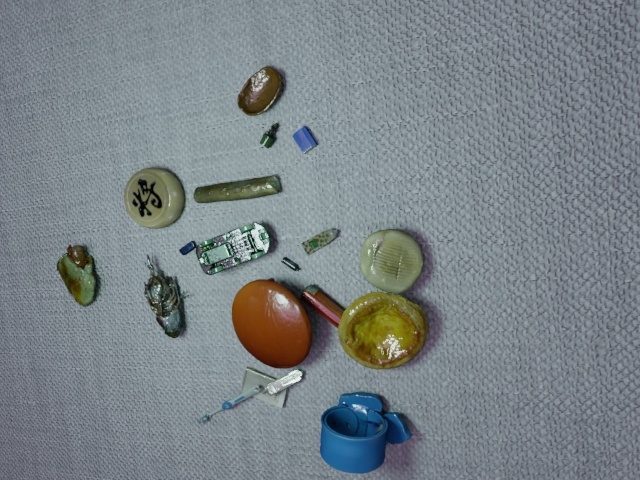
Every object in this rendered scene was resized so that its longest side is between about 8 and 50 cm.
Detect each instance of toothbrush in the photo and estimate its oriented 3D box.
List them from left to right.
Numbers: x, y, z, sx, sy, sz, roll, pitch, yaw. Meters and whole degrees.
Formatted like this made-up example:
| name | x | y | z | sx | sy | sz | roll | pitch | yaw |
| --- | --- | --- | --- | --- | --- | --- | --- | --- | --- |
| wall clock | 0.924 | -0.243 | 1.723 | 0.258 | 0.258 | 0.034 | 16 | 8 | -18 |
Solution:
| name | x | y | z | sx | sy | sz | roll | pitch | yaw |
| --- | --- | --- | --- | --- | --- | --- | --- | --- | --- |
| toothbrush | -0.384 | 0.691 | 1.904 | 0.386 | 0.040 | 0.040 | -35 | 84 | 24 |

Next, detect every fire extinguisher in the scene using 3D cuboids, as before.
| name | x | y | z | sx | sy | sz | roll | pitch | yaw |
| --- | --- | --- | --- | --- | --- | --- | --- | --- | --- |
| fire extinguisher | -0.114 | 0.098 | 1.758 | 0.083 | 0.025 | 0.038 | 31 | 143 | 14 |

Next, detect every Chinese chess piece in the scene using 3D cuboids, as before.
| name | x | y | z | sx | sy | sz | roll | pitch | yaw |
| --- | --- | --- | --- | --- | --- | --- | --- | --- | --- |
| Chinese chess piece | -0.697 | -0.177 | 1.890 | 0.257 | 0.104 | 0.258 | 2 | 98 | 18 |

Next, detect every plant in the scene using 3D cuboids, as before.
| name | x | y | z | sx | sy | sz | roll | pitch | yaw |
| --- | --- | --- | --- | --- | --- | --- | --- | --- | --- |
| plant | -0.190 | -0.404 | 1.713 | 0.051 | 0.051 | 0.102 | 34 | 101 | 13 |

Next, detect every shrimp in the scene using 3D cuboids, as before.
| name | x | y | z | sx | sy | sz | roll | pitch | yaw |
| --- | --- | --- | --- | --- | --- | --- | --- | --- | --- |
| shrimp | -0.652 | 0.232 | 1.919 | 0.171 | 0.137 | 0.373 | -16 | 100 | -16 |

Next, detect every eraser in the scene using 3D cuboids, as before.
| name | x | y | z | sx | sy | sz | roll | pitch | yaw |
| --- | --- | --- | --- | --- | --- | --- | --- | --- | --- |
| eraser | -0.059 | -0.375 | 1.681 | 0.063 | 0.027 | 0.085 | -34 | 85 | 21 |

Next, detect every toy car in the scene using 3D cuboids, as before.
| name | x | y | z | sx | sy | sz | roll | pitch | yaw |
| --- | --- | --- | --- | --- | --- | --- | --- | --- | --- |
| toy car | -0.335 | 0.029 | 1.776 | 0.305 | 0.125 | 0.136 | -21 | 91 | 9 |

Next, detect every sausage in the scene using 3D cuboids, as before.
| name | x | y | z | sx | sy | sz | roll | pitch | yaw |
| --- | --- | --- | --- | --- | --- | --- | --- | --- | --- |
| sausage | 0.043 | 0.271 | 1.694 | 0.264 | 0.083 | 0.083 | 38 | 107 | 11 |

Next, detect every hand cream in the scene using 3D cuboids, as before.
| name | x | y | z | sx | sy | sz | roll | pitch | yaw |
| --- | --- | --- | --- | --- | --- | --- | --- | --- | --- |
| hand cream | 0.000 | 0.000 | 1.706 | 0.165 | 0.037 | 0.057 | -30 | 86 | 26 |

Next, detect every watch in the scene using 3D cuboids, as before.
| name | x | y | z | sx | sy | sz | roll | pitch | yaw |
| --- | --- | --- | --- | --- | --- | --- | --- | --- | --- |
| watch | 0.155 | 0.704 | 1.600 | 0.305 | 0.274 | 0.242 | 4 | 97 | 24 |

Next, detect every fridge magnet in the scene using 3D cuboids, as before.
| name | x | y | z | sx | sy | sz | roll | pitch | yaw |
| --- | --- | --- | --- | --- | --- | --- | --- | --- | --- |
| fridge magnet | -0.182 | 0.317 | 1.716 | 0.363 | 0.155 | 0.364 | 10 | 110 | 29 |

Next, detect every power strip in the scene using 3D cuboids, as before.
| name | x | y | z | sx | sy | sz | roll | pitch | yaw |
| --- | --- | --- | --- | --- | --- | --- | --- | --- | --- |
| power strip | -0.149 | 0.569 | 1.796 | 0.191 | 0.030 | 0.048 | -29 | 75 | 5 |

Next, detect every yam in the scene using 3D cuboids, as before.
| name | x | y | z | sx | sy | sz | roll | pitch | yaw |
| --- | --- | --- | --- | --- | --- | --- | --- | --- | --- |
| yam | -0.336 | -0.195 | 1.776 | 0.371 | 0.083 | 0.083 | -6 | 94 | 20 |

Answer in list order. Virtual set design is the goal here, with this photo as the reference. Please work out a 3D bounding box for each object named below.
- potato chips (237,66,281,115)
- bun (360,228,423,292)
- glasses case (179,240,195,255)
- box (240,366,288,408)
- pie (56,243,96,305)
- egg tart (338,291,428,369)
| name | x | y | z | sx | sy | sz | roll | pitch | yaw |
| --- | --- | --- | --- | --- | --- | --- | --- | --- | --- |
| potato chips | -0.223 | -0.560 | 1.706 | 0.150 | 0.049 | 0.202 | 43 | 110 | 14 |
| bun | 0.239 | 0.068 | 1.574 | 0.229 | 0.145 | 0.230 | 0 | 88 | -14 |
| glasses case | -0.561 | 0.032 | 1.908 | 0.083 | 0.023 | 0.034 | -32 | 90 | 21 |
| box | -0.230 | 0.604 | 1.855 | 0.198 | 0.029 | 0.109 | 17 | 101 | 16 |
| pie | -1.134 | 0.171 | 2.098 | 0.257 | 0.105 | 0.275 | -29 | 84 | 35 |
| egg tart | 0.222 | 0.307 | 1.599 | 0.318 | 0.128 | 0.319 | 2 | 107 | 7 |
